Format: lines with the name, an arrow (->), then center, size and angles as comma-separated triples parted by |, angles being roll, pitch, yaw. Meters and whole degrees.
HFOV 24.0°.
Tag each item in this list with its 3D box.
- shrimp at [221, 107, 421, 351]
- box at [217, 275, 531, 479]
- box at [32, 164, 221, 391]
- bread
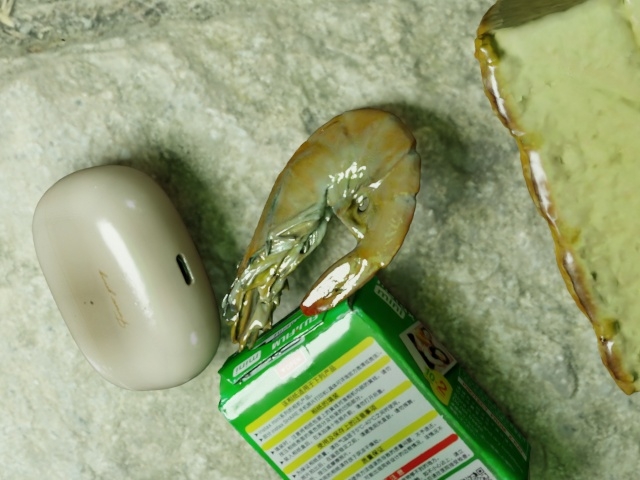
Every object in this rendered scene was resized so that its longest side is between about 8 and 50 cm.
shrimp -> 0.002, 0.001, 1.226 | 0.133, 0.053, 0.236 | 38, 97, 26
box -> 0.046, 0.164, 1.289 | 0.180, 0.103, 0.250 | -37, 101, 19
box -> -0.163, 0.033, 1.267 | 0.146, 0.088, 0.200 | -10, 107, 40
bread -> 0.255, -0.081, 1.078 | 0.207, 0.279, 0.279 | -21, 102, 18
